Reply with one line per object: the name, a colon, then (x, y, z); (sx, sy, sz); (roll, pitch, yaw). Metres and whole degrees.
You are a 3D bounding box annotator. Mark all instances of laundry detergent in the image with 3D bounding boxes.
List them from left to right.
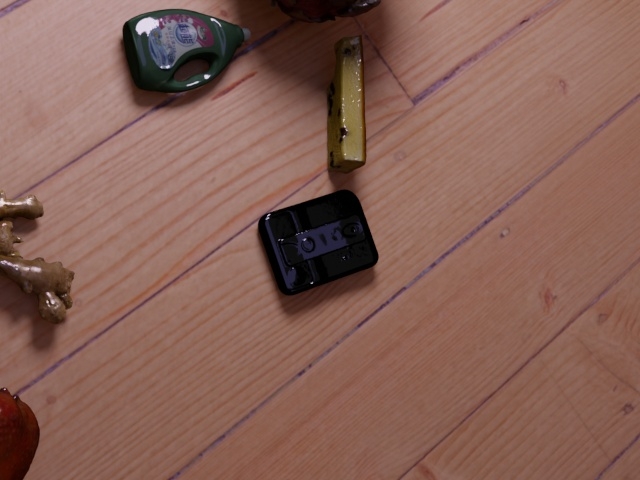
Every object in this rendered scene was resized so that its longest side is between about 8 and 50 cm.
laundry detergent: (-0.212, -0.316, 1.876); (0.211, 0.063, 0.137); (-12, 88, -27)

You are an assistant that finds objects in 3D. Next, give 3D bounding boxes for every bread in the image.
bread: (0.043, -0.234, 1.956); (0.049, 0.088, 0.226); (3, 79, -19)

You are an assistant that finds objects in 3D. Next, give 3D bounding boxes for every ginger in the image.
ginger: (-0.455, 0.025, 1.720); (0.176, 0.052, 0.193); (9, 70, -22)

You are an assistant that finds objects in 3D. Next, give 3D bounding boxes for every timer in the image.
timer: (0.000, 0.000, 1.914); (0.187, 0.055, 0.144); (-19, 88, -25)

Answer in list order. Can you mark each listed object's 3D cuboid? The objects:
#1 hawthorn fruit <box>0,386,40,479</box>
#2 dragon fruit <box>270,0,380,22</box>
hawthorn fruit: (-0.514, 0.304, 1.570); (0.205, 0.205, 0.253); (39, 76, -12)
dragon fruit: (0.001, -0.523, 1.873); (0.329, 0.329, 0.329); (4, 79, -22)
